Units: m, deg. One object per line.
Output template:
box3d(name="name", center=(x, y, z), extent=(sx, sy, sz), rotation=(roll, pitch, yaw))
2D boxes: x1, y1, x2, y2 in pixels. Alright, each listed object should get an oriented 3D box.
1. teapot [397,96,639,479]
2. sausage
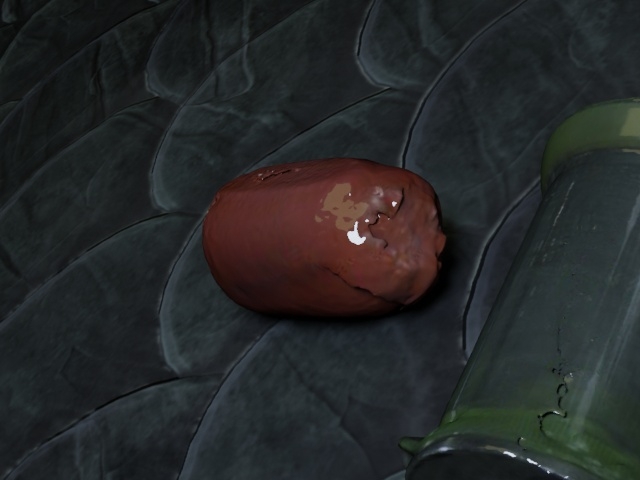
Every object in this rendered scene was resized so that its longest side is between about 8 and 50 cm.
box3d(name="teapot", center=(0.221, 0.096, 0.987), extent=(0.270, 0.200, 0.337), rotation=(20, 58, 16))
box3d(name="sausage", center=(0.000, 0.000, 1.351), extent=(0.279, 0.152, 0.152), rotation=(0, 47, 49))
